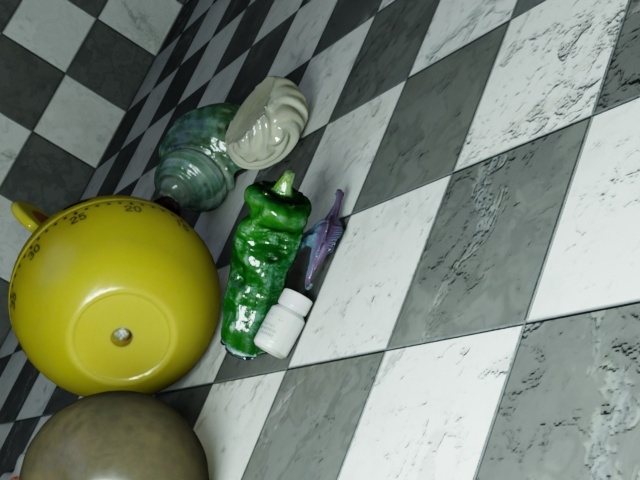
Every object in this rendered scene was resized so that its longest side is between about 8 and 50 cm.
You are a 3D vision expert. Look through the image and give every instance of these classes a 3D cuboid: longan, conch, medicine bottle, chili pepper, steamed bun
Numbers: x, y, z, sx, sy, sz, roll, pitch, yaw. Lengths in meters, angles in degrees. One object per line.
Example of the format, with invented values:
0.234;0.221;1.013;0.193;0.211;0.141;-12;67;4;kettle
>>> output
-0.267;0.319;1.429;0.258;0.258;0.258;-47;23;27;longan
-0.236;-0.156;2.182;0.220;0.195;0.277;10;40;39;conch
-0.051;0.114;1.499;0.089;0.052;0.052;-62;20;-10;medicine bottle
-0.079;0.021;1.541;0.136;0.099;0.270;-60;-15;-65;chili pepper
-0.092;-0.206;1.985;0.183;0.106;0.183;-43;28;30;steamed bun

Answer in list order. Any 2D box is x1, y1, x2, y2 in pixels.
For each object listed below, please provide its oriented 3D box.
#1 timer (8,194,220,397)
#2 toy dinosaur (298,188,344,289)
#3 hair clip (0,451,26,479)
-0.343;0.074;1.802;0.376;0.376;0.387;-55;26;8;timer
0.000;0.000;1.558;0.080;0.045;0.197;-44;20;45;toy dinosaur
-0.559;0.489;2.124;0.257;0.075;0.146;-10;46;58;hair clip
